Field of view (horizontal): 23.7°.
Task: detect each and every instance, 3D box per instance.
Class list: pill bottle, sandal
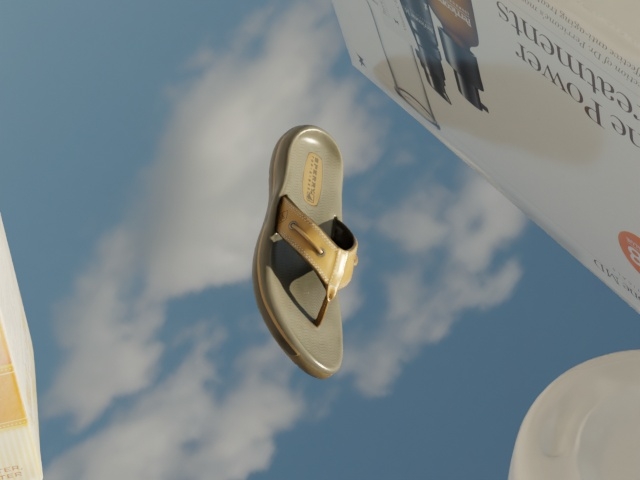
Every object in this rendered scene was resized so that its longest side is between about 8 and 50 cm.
[{"bbox_3d":[0.164,0.196,0.807,0.272,0.152,0.152,91,5,-47],"label":"pill bottle"},{"bbox_3d":[0.000,0.000,1.196,0.060,0.090,0.219,-23,-132,40],"label":"sandal"}]

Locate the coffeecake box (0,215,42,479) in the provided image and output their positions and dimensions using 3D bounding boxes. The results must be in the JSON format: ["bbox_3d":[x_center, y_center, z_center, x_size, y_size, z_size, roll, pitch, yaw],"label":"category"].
[{"bbox_3d":[-0.175,0.009,0.487,0.142,0.185,0.068,-9,-135,-7],"label":"coffeecake box"}]

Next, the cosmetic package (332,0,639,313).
[{"bbox_3d":[0.133,-0.127,0.935,0.097,0.284,0.377,-38,-126,-9],"label":"cosmetic package"}]
